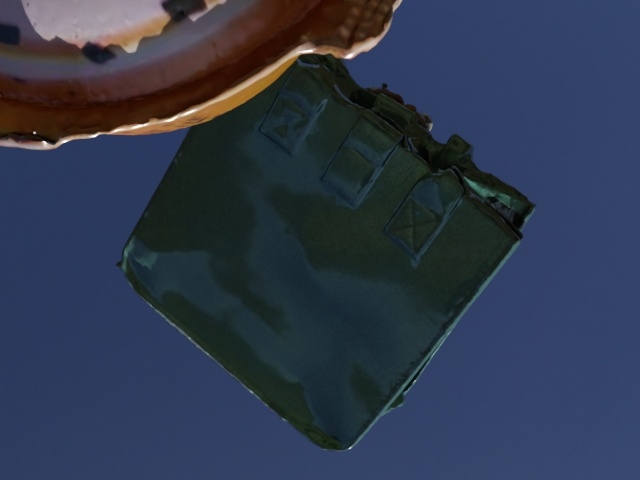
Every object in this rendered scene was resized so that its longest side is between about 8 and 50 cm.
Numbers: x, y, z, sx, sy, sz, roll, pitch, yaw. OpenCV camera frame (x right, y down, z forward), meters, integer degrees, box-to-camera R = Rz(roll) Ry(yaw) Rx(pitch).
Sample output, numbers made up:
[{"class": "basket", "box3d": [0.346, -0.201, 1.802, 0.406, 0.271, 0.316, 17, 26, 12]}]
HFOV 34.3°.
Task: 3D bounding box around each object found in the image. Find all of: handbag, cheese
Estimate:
[{"class": "handbag", "box3d": [0.001, 0.000, 0.835, 0.269, 0.274, 0.100, 36, -151, 13]}, {"class": "cheese", "box3d": [-0.113, -0.141, 0.407, 0.329, 0.129, 0.217, 20, -110, 20]}]
